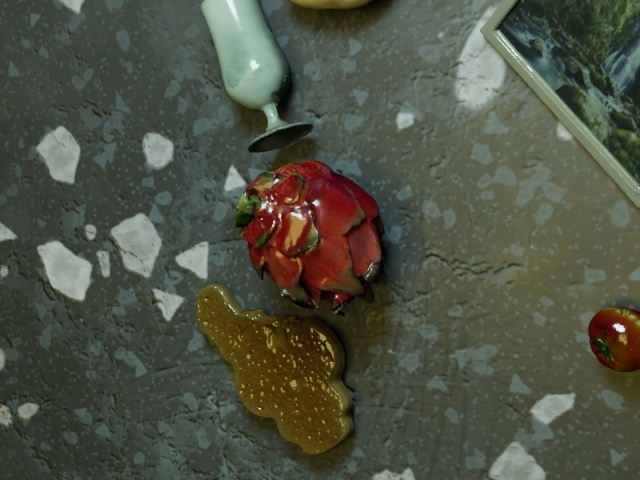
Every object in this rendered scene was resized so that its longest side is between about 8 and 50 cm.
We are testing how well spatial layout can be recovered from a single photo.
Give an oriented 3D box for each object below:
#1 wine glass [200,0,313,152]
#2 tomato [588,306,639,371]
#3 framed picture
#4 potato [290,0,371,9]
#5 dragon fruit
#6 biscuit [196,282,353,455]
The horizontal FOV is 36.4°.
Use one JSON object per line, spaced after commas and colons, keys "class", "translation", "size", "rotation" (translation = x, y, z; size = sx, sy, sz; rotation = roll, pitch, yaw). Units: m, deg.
{"class": "wine glass", "translation": [-0.097, -0.252, 1.423], "size": [0.103, 0.103, 0.231], "rotation": [-25, 80, 25]}
{"class": "tomato", "translation": [0.388, 0.124, 1.240], "size": [0.087, 0.075, 0.087], "rotation": [53, 155, 37]}
{"class": "framed picture", "translation": [0.363, -0.226, 1.196], "size": [0.324, 0.020, 0.240], "rotation": [53, 139, 12]}
{"class": "potato", "translation": [0.017, -0.380, 1.352], "size": [0.178, 0.109, 0.118], "rotation": [2, 131, 30]}
{"class": "dragon fruit", "translation": [0.000, 0.000, 1.351], "size": [0.193, 0.274, 0.192], "rotation": [-57, 28, -6]}
{"class": "biscuit", "translation": [-0.069, 0.181, 1.480], "size": [0.320, 0.047, 0.183], "rotation": [33, 106, 19]}
